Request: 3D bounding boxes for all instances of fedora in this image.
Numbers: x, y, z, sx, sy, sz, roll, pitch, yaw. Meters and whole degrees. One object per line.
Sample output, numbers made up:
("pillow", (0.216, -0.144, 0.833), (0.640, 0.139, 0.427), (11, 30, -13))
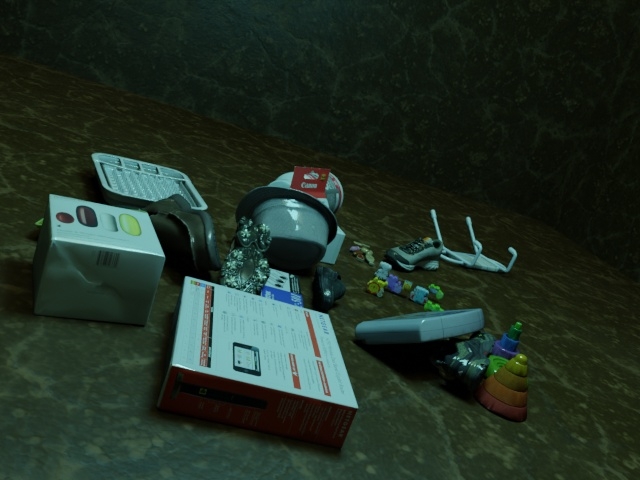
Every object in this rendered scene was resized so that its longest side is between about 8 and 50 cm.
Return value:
("fedora", (-0.088, -0.012, 1.692), (0.275, 0.244, 0.124), (22, 43, -25))

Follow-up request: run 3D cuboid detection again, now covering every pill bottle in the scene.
("pill bottle", (-0.060, -0.139, 2.127), (0.176, 0.176, 0.318), (26, 17, 18))

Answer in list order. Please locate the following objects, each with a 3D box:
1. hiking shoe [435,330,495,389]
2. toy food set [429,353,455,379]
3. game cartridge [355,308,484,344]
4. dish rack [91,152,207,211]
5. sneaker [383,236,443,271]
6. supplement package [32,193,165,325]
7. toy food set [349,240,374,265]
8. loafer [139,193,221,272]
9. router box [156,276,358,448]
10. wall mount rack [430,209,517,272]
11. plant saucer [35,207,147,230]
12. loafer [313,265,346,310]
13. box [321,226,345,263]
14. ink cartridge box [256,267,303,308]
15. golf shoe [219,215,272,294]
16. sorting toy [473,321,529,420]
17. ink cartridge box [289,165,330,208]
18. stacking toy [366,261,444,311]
("hiking shoe", (0.317, 0.240, 1.437), (0.114, 0.086, 0.227), (26, 17, 11))
("toy food set", (0.282, 0.282, 1.455), (0.082, 0.020, 0.083), (5, 22, -44))
("game cartridge", (0.243, 0.193, 1.476), (0.198, 0.062, 0.297), (-14, -9, 38))
("dish rack", (-0.486, -0.139, 1.806), (0.285, 0.072, 0.333), (12, 18, -30))
("sneaker", (0.306, 0.036, 2.126), (0.271, 0.108, 0.100), (-1, 28, -48))
("supplement package", (-0.412, 0.034, 1.193), (0.194, 0.149, 0.203), (11, 20, -29))
("toy food set", (0.129, 0.044, 2.048), (0.077, 0.019, 0.122), (18, 24, -7))
("loafer", (-0.334, -0.006, 1.512), (0.130, 0.134, 0.366), (-17, 22, -23))
("router box", (-0.113, 0.199, 1.137), (0.301, 0.082, 0.335), (17, 17, -13))
("wall mount rack", (0.567, 0.010, 2.479), (0.350, 0.131, 0.304), (10, 19, -35))
("plant saucer", (-0.499, -0.031, 1.434), (0.188, 0.045, 0.188), (6, 17, -1))
("loafer", (0.024, 0.115, 1.584), (0.078, 0.076, 0.223), (11, 13, -3))
("box", (0.000, 0.000, 1.881), (0.101, 0.101, 0.087), (13, 18, -23))
("ink cartridge box", (-0.093, 0.126, 1.463), (0.097, 0.046, 0.207), (16, 17, -10))
("golf shoe", (-0.174, 0.067, 1.475), (0.105, 0.120, 0.273), (24, 34, -10))
("sorting toy", (0.438, 0.272, 1.490), (0.127, 0.126, 0.365), (23, 17, 11))
("ink cartridge box", (-0.032, -0.105, 1.960), (0.056, 0.225, 0.181), (26, 17, 33))
("stacking toy", (0.242, 0.142, 1.820), (0.221, 0.052, 0.167), (24, 18, 5))
